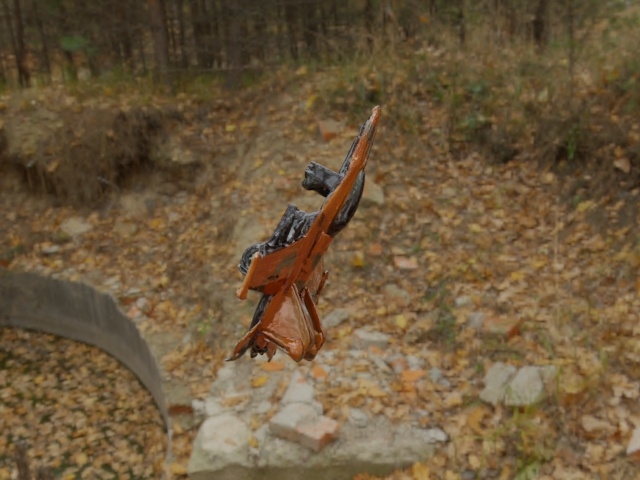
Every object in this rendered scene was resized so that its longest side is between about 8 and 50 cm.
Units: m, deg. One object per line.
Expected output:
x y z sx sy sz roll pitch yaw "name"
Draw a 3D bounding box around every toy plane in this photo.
-0.010 -0.004 0.508 0.062 0.189 0.135 16 -1 20 "toy plane"
